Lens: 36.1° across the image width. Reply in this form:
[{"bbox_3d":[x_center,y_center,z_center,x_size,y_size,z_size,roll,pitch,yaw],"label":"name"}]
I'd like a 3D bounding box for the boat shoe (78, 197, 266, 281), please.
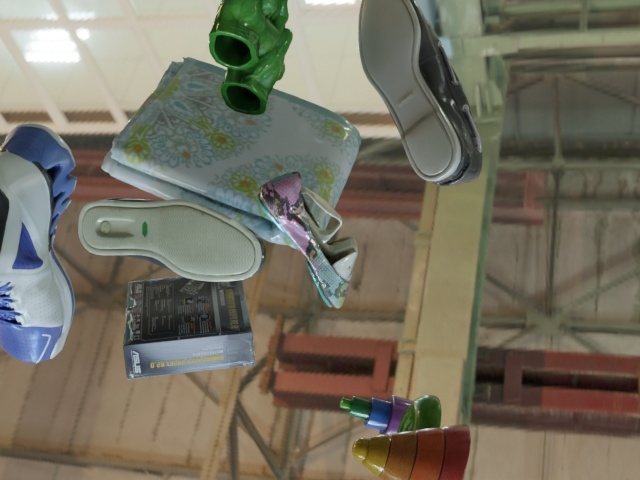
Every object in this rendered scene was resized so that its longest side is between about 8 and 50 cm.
[{"bbox_3d":[-0.156,-0.006,1.094,0.233,0.079,0.084,11,-85,27],"label":"boat shoe"}]

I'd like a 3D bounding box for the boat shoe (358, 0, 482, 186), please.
[{"bbox_3d":[0.144,-0.226,1.432,0.112,0.095,0.335,-31,-113,33],"label":"boat shoe"}]

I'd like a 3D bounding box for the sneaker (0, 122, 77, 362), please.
[{"bbox_3d":[-0.399,0.027,1.192,0.127,0.315,0.182,20,-147,16],"label":"sneaker"}]

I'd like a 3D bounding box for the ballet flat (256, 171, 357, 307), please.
[{"bbox_3d":[0.000,0.000,1.287,0.079,0.221,0.077,-26,-148,10],"label":"ballet flat"}]

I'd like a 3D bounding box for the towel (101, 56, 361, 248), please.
[{"bbox_3d":[-0.138,-0.151,1.652,0.374,0.090,0.320,21,-138,2],"label":"towel"}]

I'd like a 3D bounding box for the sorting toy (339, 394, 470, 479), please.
[{"bbox_3d":[0.084,0.251,1.266,0.126,0.365,0.127,17,-89,-7],"label":"sorting toy"}]

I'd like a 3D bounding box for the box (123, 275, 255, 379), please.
[{"bbox_3d":[-0.198,0.121,1.471,0.183,0.056,0.231,-5,-158,-8],"label":"box"}]

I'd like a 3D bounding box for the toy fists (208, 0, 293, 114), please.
[{"bbox_3d":[-0.099,-0.310,1.508,0.096,0.279,0.142,11,-108,7],"label":"toy fists"}]
